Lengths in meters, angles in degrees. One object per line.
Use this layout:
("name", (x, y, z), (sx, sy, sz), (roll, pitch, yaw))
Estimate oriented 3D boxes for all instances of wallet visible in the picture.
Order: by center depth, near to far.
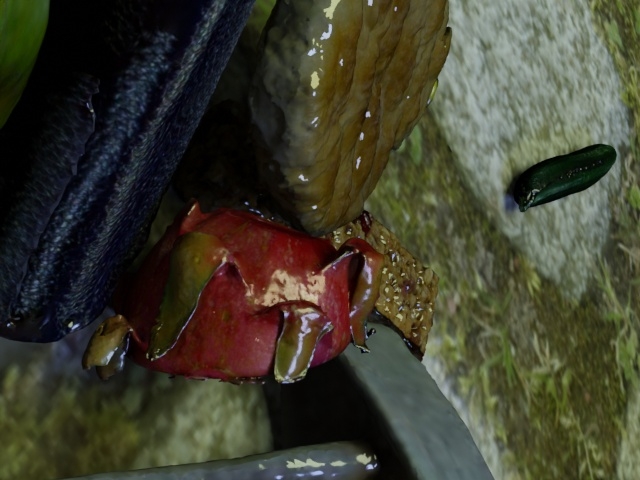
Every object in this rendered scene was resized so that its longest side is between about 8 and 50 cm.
("wallet", (-0.053, -0.110, 0.508), (0.071, 0.221, 0.262), (28, 43, -3))

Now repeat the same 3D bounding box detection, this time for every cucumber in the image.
("cucumber", (0.193, -0.052, 0.961), (0.184, 0.036, 0.033), (-18, 81, -55))

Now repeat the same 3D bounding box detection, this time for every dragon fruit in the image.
("dragon fruit", (-0.036, 0.016, 0.548), (0.112, 0.126, 0.068), (-96, -173, -75))

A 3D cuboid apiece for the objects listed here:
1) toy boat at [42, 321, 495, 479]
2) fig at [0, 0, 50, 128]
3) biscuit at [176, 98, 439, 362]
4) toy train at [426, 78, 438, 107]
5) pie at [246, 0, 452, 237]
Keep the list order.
("toy boat", (-0.013, 0.182, 0.545), (0.293, 0.111, 0.276), (-25, 87, -45))
("fig", (-0.216, -0.094, 0.336), (0.275, 0.206, 0.206), (36, 45, -9))
("biscuit", (0.000, 0.000, 0.684), (0.199, 0.034, 0.064), (41, 47, -38))
("toy train", (0.032, -0.161, 0.758), (0.060, 0.081, 0.202), (24, 65, -45))
("pie", (0.019, -0.090, 0.608), (0.195, 0.046, 0.195), (-54, 155, -40))
